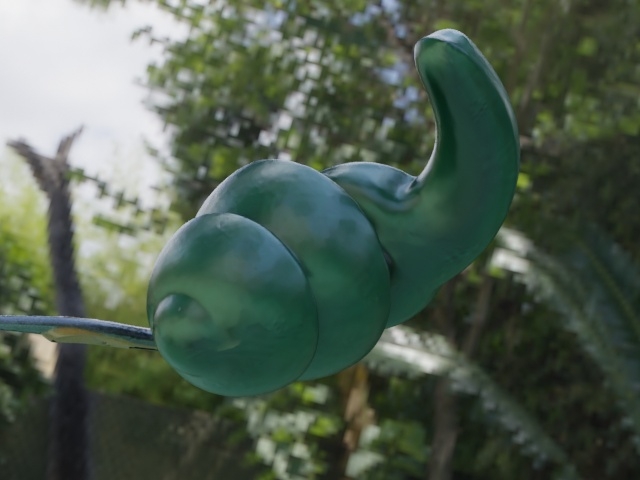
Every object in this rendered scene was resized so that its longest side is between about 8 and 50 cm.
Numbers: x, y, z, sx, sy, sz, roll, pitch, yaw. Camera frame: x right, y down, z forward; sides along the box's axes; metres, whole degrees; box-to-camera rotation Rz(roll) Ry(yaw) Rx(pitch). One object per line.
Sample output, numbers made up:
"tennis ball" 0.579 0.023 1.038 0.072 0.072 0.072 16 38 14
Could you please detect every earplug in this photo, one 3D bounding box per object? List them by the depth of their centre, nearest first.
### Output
"earplug" 0.006 0.003 1.181 0.164 0.280 0.257 56 -38 -1

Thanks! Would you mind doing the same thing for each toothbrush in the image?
"toothbrush" -0.171 0.071 1.261 0.321 0.031 0.023 2 -22 -32
